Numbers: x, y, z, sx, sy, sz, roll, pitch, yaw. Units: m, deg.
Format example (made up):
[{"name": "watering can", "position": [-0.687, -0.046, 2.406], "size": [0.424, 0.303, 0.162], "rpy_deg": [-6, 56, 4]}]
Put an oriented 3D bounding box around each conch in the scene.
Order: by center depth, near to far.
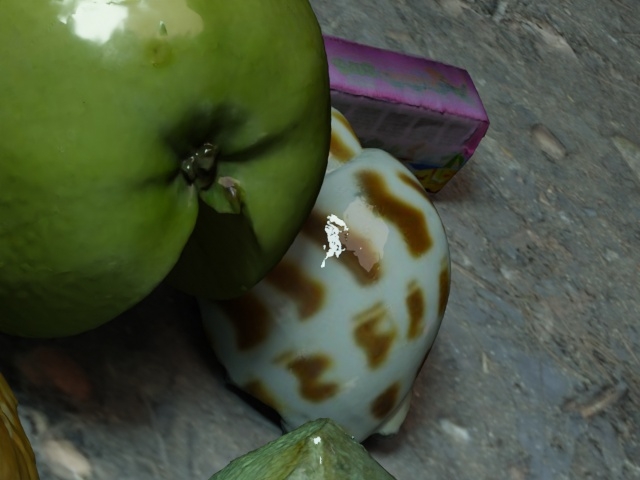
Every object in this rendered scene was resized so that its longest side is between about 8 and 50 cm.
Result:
[{"name": "conch", "position": [0.000, -0.001, 1.082], "size": [0.183, 0.149, 0.275], "rpy_deg": [-7, 56, -53]}]

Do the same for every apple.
[{"name": "apple", "position": [-0.134, -0.077, 0.929], "size": [0.292, 0.291, 0.254], "rpy_deg": [1, 19, -44]}]

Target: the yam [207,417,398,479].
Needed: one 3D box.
[{"name": "yam", "position": [0.030, 0.223, 0.839], "size": [0.268, 0.161, 0.161], "rpy_deg": [45, 33, 5]}]

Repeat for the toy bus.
[{"name": "toy bus", "position": [0.007, -0.109, 1.264], "size": [0.274, 0.112, 0.090], "rpy_deg": [7, 52, -40]}]

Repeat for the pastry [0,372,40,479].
[{"name": "pastry", "position": [-0.264, 0.051, 0.695], "size": [0.315, 0.184, 0.284], "rpy_deg": [57, -6, 12]}]
